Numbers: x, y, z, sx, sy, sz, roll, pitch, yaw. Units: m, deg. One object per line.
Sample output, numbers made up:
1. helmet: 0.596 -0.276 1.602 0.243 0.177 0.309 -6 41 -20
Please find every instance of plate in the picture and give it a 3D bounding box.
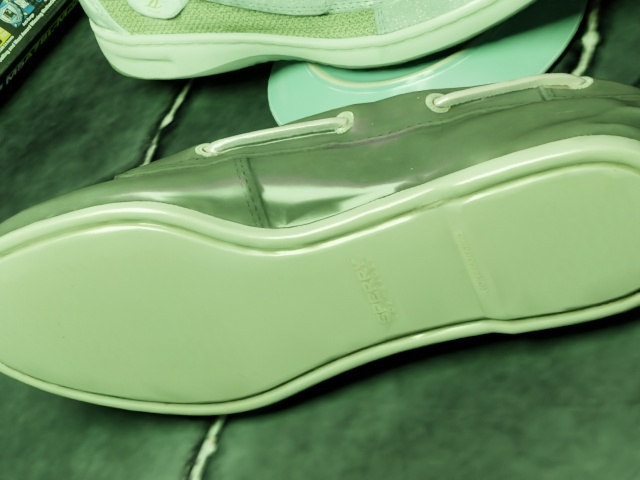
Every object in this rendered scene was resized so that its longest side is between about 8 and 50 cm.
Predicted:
1. plate: 0.052 -0.120 0.780 0.188 0.024 0.188 -18 41 16

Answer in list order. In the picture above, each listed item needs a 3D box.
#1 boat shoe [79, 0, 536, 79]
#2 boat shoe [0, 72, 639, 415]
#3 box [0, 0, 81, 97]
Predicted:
1. boat shoe: -0.003 -0.162 0.758 0.320 0.103 0.118 -3 48 32
2. boat shoe: 0.000 0.000 0.637 0.335 0.112 0.095 -10 27 17
3. box: -0.247 -0.197 0.953 0.190 0.184 0.045 -54 -1 -24
